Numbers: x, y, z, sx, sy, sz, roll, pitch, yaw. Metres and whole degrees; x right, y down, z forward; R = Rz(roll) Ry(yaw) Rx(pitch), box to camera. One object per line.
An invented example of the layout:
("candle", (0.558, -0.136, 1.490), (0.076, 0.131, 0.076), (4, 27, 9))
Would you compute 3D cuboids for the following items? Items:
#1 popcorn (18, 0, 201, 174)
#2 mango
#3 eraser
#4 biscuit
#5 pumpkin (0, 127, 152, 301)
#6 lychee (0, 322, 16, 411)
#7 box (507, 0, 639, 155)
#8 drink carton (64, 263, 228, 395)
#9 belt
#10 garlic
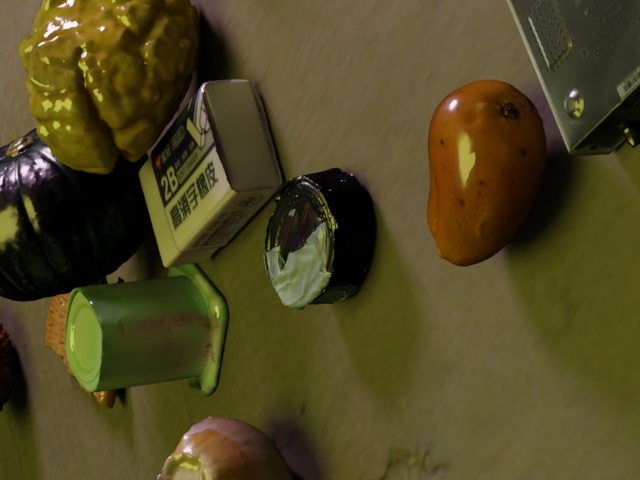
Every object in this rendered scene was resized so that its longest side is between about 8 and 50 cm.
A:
("popcorn", (-0.220, -0.180, 1.544), (0.203, 0.200, 0.226), (91, 167, -73))
("mango", (0.122, -0.042, 1.064), (0.159, 0.084, 0.105), (87, 178, -46))
("eraser", (-0.121, -0.066, 1.506), (0.210, 0.068, 0.124), (-43, 61, 55))
("biscuit", (-0.316, 0.124, 1.923), (0.224, 0.033, 0.144), (28, 117, 56))
("pumpkin", (-0.292, -0.011, 1.679), (0.248, 0.248, 0.248), (18, 111, 58))
("lychee", (-0.556, 0.199, 2.208), (0.238, 0.200, 0.200), (-129, 41, -66))
("box", (0.210, -0.196, 0.920), (0.270, 0.045, 0.211), (-48, 53, 53))
("drink carton", (-0.201, 0.104, 1.608), (0.146, 0.142, 0.144), (44, 133, 46))
("belt", (0.000, 0.000, 1.318), (0.105, 0.058, 0.140), (51, 134, 35))
("garlic", (-0.109, 0.275, 1.457), (0.145, 0.164, 0.245), (51, 144, 28))
